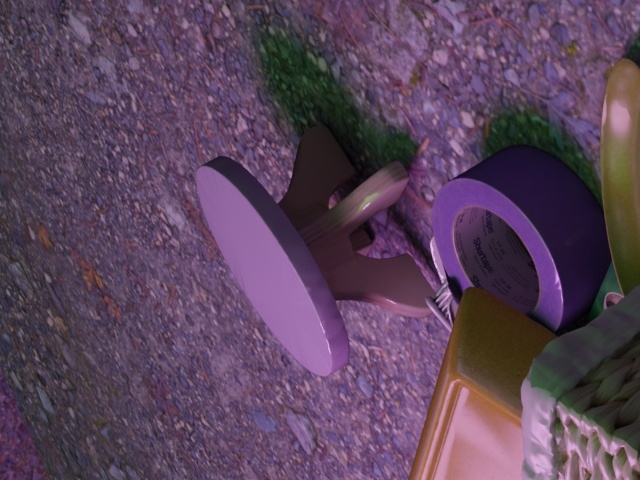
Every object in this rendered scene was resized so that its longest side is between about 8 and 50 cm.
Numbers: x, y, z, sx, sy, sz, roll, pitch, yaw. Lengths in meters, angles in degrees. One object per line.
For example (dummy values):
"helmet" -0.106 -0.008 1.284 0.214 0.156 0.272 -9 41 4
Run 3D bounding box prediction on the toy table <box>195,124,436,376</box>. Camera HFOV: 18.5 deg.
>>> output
"toy table" 0.000 0.000 2.203 0.274 0.161 0.252 61 158 4

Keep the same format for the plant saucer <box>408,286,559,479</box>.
"plant saucer" 0.216 0.265 1.978 0.333 0.081 0.332 33 129 28

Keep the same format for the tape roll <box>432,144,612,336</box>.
"tape roll" 0.204 0.004 1.985 0.189 0.080 0.189 40 147 33

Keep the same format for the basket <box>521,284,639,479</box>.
"basket" 0.358 0.196 1.522 0.266 0.331 0.328 35 145 40

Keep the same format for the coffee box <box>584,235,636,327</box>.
"coffee box" 0.319 0.081 1.912 0.113 0.040 0.184 45 149 24

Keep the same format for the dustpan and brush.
"dustpan and brush" 0.164 0.109 2.139 0.211 0.060 0.147 51 -167 -24

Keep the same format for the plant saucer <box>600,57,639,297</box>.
"plant saucer" 0.294 -0.043 1.741 0.241 0.037 0.241 174 90 -85
